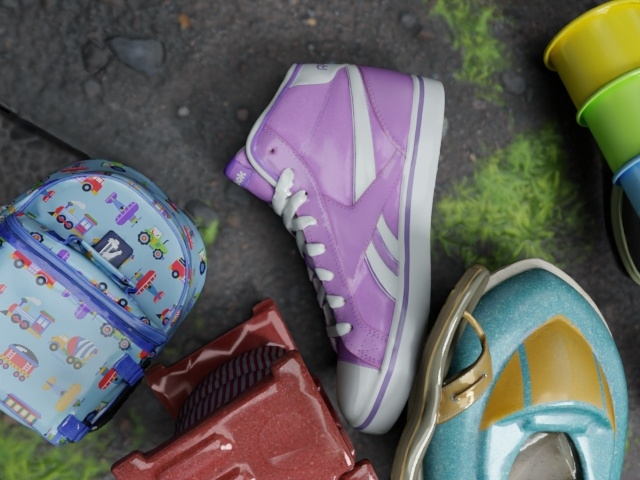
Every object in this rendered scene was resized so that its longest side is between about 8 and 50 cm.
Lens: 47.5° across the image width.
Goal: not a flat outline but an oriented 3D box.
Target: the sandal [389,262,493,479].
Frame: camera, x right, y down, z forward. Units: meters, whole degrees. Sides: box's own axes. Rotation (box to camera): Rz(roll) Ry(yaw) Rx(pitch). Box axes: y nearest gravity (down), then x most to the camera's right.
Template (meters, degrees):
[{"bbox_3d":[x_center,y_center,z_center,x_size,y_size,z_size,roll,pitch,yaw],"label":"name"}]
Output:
[{"bbox_3d":[0.092,0.105,0.507,0.049,0.072,0.180,17,87,16],"label":"sandal"}]

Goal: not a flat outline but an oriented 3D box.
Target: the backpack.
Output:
[{"bbox_3d":[-0.162,0.029,0.498,0.173,0.117,0.158,-45,100,-13],"label":"backpack"}]

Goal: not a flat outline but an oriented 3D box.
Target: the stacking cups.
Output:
[{"bbox_3d":[0.279,-0.037,0.577,0.096,0.096,0.316,-11,71,-16],"label":"stacking cups"}]

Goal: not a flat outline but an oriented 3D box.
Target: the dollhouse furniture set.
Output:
[{"bbox_3d":[-0.142,0.210,0.467,0.374,0.201,0.152,-32,98,-7],"label":"dollhouse furniture set"}]

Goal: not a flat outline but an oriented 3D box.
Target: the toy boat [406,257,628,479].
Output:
[{"bbox_3d":[0.227,0.149,0.590,0.318,0.148,0.267,2,89,-15],"label":"toy boat"}]

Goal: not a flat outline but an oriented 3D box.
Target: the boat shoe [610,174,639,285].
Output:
[{"bbox_3d":[0.318,-0.067,0.655,0.080,0.073,0.223,4,88,-15],"label":"boat shoe"}]

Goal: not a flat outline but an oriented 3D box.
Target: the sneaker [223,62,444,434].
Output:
[{"bbox_3d":[0.000,0.000,0.560,0.161,0.102,0.282,8,77,-12],"label":"sneaker"}]
